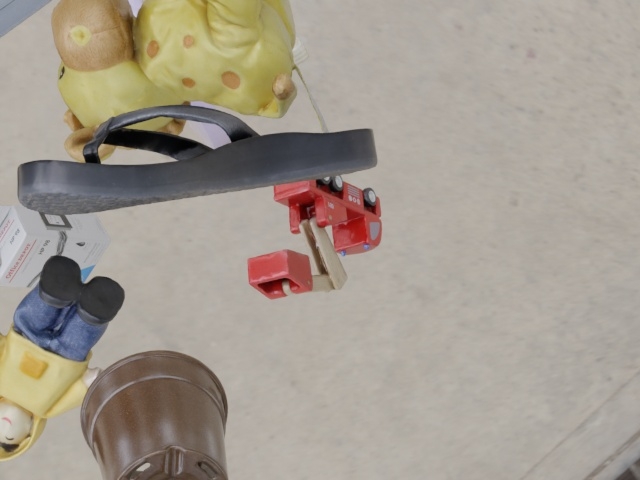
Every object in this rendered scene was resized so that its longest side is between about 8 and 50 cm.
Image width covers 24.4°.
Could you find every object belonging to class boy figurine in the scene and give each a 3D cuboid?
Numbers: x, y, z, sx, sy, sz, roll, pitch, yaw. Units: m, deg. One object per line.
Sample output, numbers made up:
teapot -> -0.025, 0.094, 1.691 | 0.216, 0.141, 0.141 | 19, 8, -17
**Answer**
boy figurine -> -0.340, 0.145, 1.741 | 0.177, 0.092, 0.285 | 29, 122, -10

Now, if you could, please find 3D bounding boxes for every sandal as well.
sandal -> -0.078, -0.054, 0.904 | 0.097, 0.254, 0.054 | -9, 91, 48

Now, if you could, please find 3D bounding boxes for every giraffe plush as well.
giraffe plush -> -0.110, -0.138, 1.029 | 0.170, 0.181, 0.210 | -20, 94, 8

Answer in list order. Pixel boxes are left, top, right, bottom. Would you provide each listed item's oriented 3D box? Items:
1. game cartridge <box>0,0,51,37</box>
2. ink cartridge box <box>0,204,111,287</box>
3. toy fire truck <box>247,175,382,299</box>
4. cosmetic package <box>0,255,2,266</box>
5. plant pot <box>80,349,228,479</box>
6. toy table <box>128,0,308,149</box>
game cartridge -> -0.403, -0.241, 1.501 | 0.297, 0.198, 0.062 | 20, 141, 49
ink cartridge box -> -0.394, 0.011, 2.040 | 0.104, 0.180, 0.060 | -53, 53, 28
toy fire truck -> 0.000, 0.000, 1.436 | 0.047, 0.192, 0.135 | -15, 69, 30
cosmetic package -> -0.522, -0.015, 1.625 | 0.309, 0.113, 0.160 | 9, 133, 4
plant pot -> -0.170, 0.232, 1.592 | 0.167, 0.165, 0.167 | -6, 118, -10
toy table -> -0.140, -0.255, 1.898 | 0.161, 0.274, 0.252 | -37, 55, -7
